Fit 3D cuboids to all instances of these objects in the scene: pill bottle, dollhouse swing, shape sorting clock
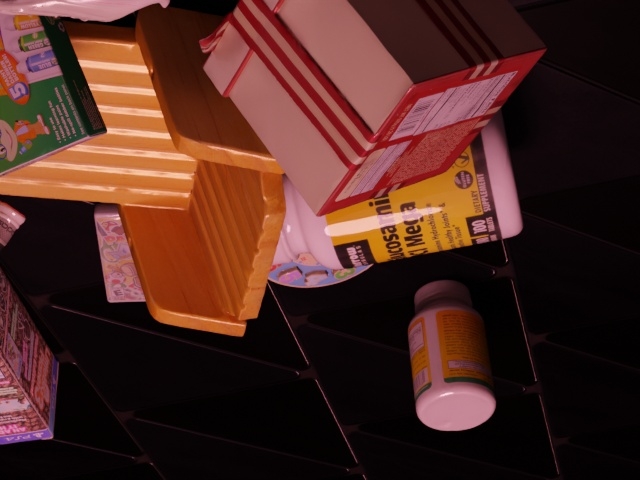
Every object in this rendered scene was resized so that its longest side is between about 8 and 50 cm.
[{"bbox_3d":[0.191,0.167,1.953,0.117,0.208,0.118,-3,141,-2],"label":"pill bottle"},{"bbox_3d":[0.077,-0.067,1.661,0.333,0.188,0.188,-11,141,9],"label":"pill bottle"},{"bbox_3d":[-0.245,-0.070,1.569,0.304,0.315,0.347,-8,145,-21],"label":"dollhouse swing"},{"bbox_3d":[0.000,0.000,1.841,0.206,0.040,0.206,-10,138,-9],"label":"shape sorting clock"}]

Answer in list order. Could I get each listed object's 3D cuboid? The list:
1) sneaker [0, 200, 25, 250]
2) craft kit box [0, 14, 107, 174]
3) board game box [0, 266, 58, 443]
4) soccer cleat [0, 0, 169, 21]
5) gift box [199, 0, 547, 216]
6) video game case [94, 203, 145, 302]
[{"bbox_3d":[-0.474,-0.020,1.732,0.170,0.075,0.063,10,154,24],"label":"sneaker"},{"bbox_3d":[-0.393,-0.189,1.452,0.246,0.061,0.250,-20,95,22],"label":"craft kit box"},{"bbox_3d":[-0.548,0.179,1.955,0.232,0.141,0.291,-8,142,5],"label":"board game box"},{"bbox_3d":[-0.242,-0.242,1.291,0.196,0.068,0.076,-8,145,0],"label":"soccer cleat"},{"bbox_3d":[0.037,-0.211,1.386,0.276,0.258,0.255,-16,154,-45],"label":"gift box"},{"bbox_3d":[-0.200,0.018,1.877,0.226,0.026,0.206,-1,142,-3],"label":"video game case"}]
